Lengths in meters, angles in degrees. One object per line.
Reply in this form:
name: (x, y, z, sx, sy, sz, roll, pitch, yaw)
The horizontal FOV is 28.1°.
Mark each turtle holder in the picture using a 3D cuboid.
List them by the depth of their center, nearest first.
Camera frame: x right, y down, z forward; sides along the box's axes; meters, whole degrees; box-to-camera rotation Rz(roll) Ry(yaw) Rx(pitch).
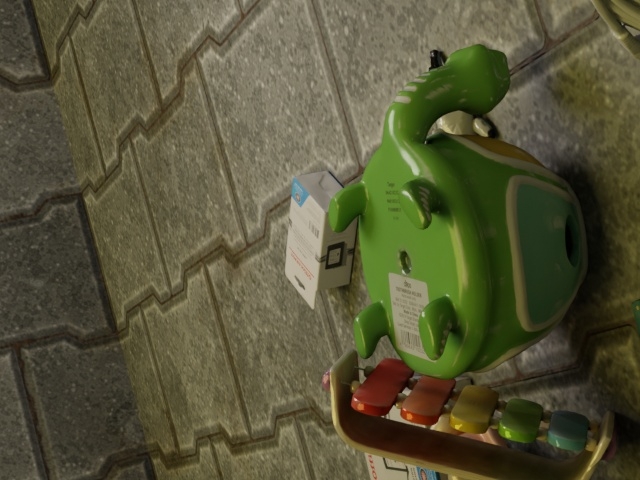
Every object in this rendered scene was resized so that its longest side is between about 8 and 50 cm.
turtle holder: (0.151, -0.019, 1.378, 0.243, 0.227, 0.320, 127, 128, -60)

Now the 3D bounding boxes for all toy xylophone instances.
toy xylophone: (0.160, 0.194, 1.403, 0.236, 0.322, 0.081, -57, -22, -80)

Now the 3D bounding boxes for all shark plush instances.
shark plush: (0.149, -0.152, 1.530, 0.161, 0.073, 0.067, 62, -178, 20)

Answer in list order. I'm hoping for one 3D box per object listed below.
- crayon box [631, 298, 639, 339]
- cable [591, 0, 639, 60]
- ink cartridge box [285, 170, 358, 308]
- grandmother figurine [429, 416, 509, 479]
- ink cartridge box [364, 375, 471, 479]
crayon box: (0.397, 0.114, 1.088, 0.278, 0.081, 0.165, -17, 86, 65)
cable: (0.298, -0.233, 0.961, 0.257, 0.257, 0.089, 2, 63, 49)
ink cartridge box: (0.000, 0.000, 1.907, 0.104, 0.060, 0.180, 50, 143, 44)
grandmother figurine: (0.222, 0.311, 1.434, 0.104, 0.207, 0.342, -57, 29, 8)
ink cartridge box: (0.132, 0.263, 1.721, 0.203, 0.085, 0.148, -13, 90, 65)
